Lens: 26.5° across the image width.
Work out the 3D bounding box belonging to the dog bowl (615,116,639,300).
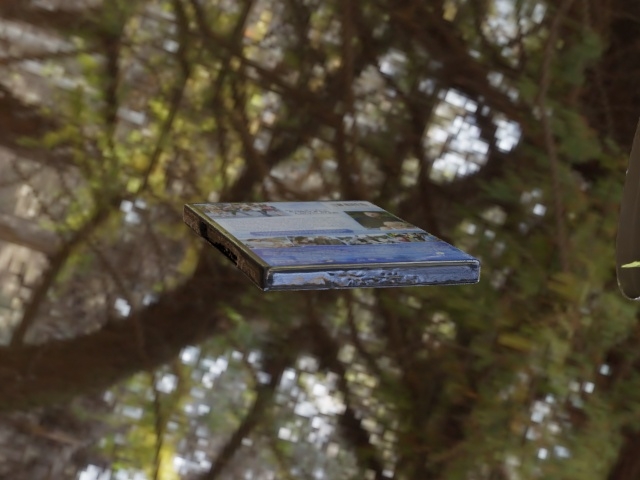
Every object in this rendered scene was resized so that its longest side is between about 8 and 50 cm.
[{"bbox_3d":[0.360,-0.103,1.182,0.349,0.102,0.349,14,90,-89],"label":"dog bowl"}]

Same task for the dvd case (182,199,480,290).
[{"bbox_3d":[0.000,0.000,1.146,0.253,0.180,0.022,-146,-124,-67],"label":"dvd case"}]
